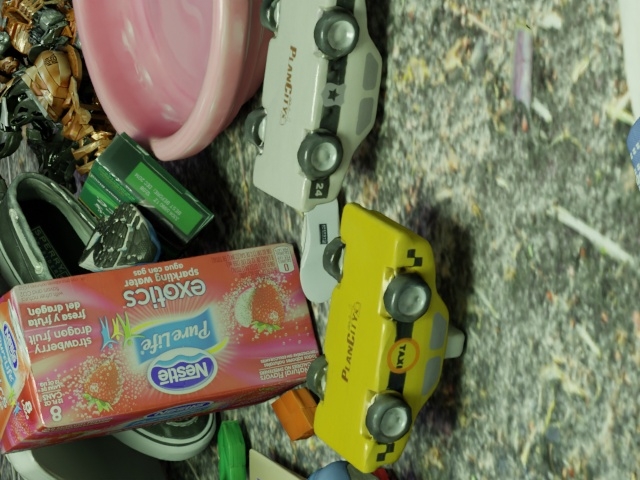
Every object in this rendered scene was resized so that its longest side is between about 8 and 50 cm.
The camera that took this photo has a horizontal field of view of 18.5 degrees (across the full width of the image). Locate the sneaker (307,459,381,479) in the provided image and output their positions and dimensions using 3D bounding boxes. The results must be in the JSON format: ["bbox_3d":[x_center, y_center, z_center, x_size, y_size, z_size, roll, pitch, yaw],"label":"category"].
[{"bbox_3d":[0.100,0.239,1.404,0.296,0.112,0.131,46,117,37],"label":"sneaker"}]

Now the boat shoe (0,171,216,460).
[{"bbox_3d":[-0.196,0.066,1.836,0.306,0.113,0.105,56,149,12],"label":"boat shoe"}]

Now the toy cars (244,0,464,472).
[{"bbox_3d":[0.031,-0.026,1.476,0.176,0.087,0.393,-40,58,53],"label":"toy cars"}]

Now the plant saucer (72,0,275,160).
[{"bbox_3d":[-0.124,-0.237,1.712,0.332,0.084,0.332,26,120,57],"label":"plant saucer"}]

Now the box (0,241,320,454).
[{"bbox_3d":[-0.145,0.090,1.646,0.128,0.257,0.122,-33,69,60],"label":"box"}]

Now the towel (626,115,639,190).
[{"bbox_3d":[0.282,0.026,1.065,0.243,0.040,0.336,125,133,-55],"label":"towel"}]

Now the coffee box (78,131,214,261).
[{"bbox_3d":[-0.161,-0.030,1.783,0.113,0.040,0.184,43,165,-3],"label":"coffee box"}]

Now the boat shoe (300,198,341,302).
[{"bbox_3d":[0.000,0.000,1.597,0.035,0.035,0.100,-93,1,-71],"label":"boat shoe"}]

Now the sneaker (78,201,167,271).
[{"bbox_3d":[-0.160,0.010,1.732,0.063,0.073,0.162,-65,15,-7],"label":"sneaker"}]

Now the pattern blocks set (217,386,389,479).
[{"bbox_3d":[-0.009,0.267,1.684,0.325,0.026,0.285,35,127,54],"label":"pattern blocks set"}]

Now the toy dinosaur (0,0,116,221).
[{"bbox_3d":[-0.275,-0.143,1.972,0.218,0.164,0.322,-51,29,34],"label":"toy dinosaur"}]

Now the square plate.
[{"bbox_3d":[-0.255,0.148,1.876,0.347,0.049,0.344,60,-173,35],"label":"square plate"}]
